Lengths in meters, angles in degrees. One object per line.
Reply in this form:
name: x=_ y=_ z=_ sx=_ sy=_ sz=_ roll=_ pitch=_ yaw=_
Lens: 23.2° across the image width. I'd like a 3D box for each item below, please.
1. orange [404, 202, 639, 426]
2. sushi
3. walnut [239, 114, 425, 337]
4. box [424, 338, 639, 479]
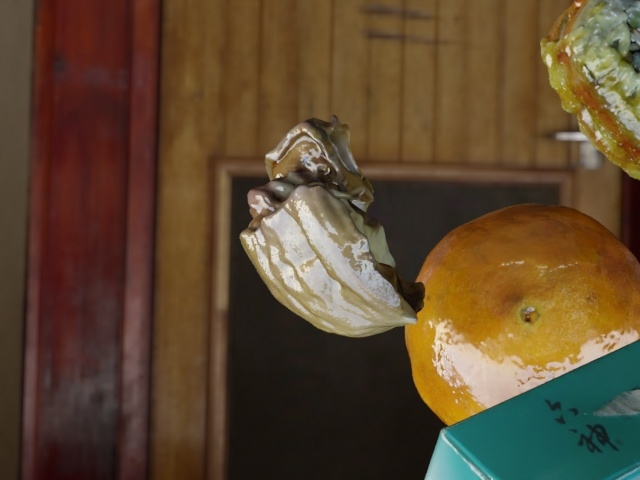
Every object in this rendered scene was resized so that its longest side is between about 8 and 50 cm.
orange: x=0.231 y=0.100 z=1.718 sx=0.283 sy=0.284 sz=0.226 roll=1 pitch=165 yaw=11
sushi: x=0.395 y=-0.184 z=1.860 sx=0.184 sy=0.274 sz=0.139 roll=-35 pitch=179 yaw=-19
walnut: x=0.006 y=0.006 z=1.544 sx=0.141 sy=0.204 sz=0.238 roll=-30 pitch=-156 yaw=13
box: x=0.173 y=0.168 z=1.031 sx=0.244 sy=0.153 sz=0.092 roll=-17 pitch=-135 yaw=-39
